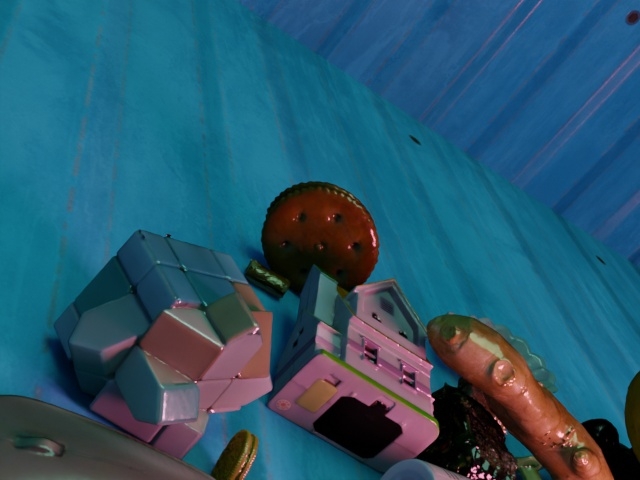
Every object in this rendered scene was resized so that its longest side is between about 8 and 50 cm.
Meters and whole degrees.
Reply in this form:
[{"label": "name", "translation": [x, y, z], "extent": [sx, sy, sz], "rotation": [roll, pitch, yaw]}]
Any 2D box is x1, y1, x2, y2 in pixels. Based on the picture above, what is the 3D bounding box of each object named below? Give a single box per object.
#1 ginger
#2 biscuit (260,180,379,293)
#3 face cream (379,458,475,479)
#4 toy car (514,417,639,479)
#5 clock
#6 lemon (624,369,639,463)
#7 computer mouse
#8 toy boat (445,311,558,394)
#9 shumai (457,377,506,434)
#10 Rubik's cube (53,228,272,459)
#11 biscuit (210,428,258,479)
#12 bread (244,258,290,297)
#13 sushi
[{"label": "ginger", "translation": [0.339, 0.273, 1.359], "extent": [0.348, 0.122, 0.363], "rotation": [47, -4, 34]}, {"label": "biscuit", "translation": [0.000, 0.000, 1.518], "extent": [0.220, 0.220, 0.066], "rotation": [38, 26, -5]}, {"label": "face cream", "translation": [0.250, 0.430, 1.205], "extent": [0.369, 0.145, 0.145], "rotation": [27, 26, -27]}, {"label": "toy car", "translation": [0.537, 0.470, 1.561], "extent": [0.358, 0.176, 0.213], "rotation": [30, 26, -33]}, {"label": "clock", "translation": [0.060, 0.179, 1.357], "extent": [0.235, 0.166, 0.309], "rotation": [34, 31, -16]}, {"label": "lemon", "translation": [0.672, 0.323, 1.456], "extent": [0.297, 0.297, 0.297], "rotation": [33, 24, -17]}, {"label": "computer mouse", "translation": [-0.216, 0.262, 0.872], "extent": [0.331, 0.095, 0.197], "rotation": [31, 20, -22]}, {"label": "toy boat", "translation": [0.362, 0.252, 1.765], "extent": [0.290, 0.100, 0.199], "rotation": [31, 24, -24]}, {"label": "shumai", "translation": [0.314, 0.316, 1.620], "extent": [0.139, 0.105, 0.123], "rotation": [55, -19, 11]}, {"label": "Rubik's cube", "translation": [-0.175, 0.124, 1.021], "extent": [0.265, 0.224, 0.213], "rotation": [17, 32, -54]}, {"label": "biscuit", "translation": [-0.105, 0.270, 1.030], "extent": [0.023, 0.084, 0.084], "rotation": [34, 24, -14]}, {"label": "bread", "translation": [-0.094, 0.067, 1.483], "extent": [0.083, 0.036, 0.047], "rotation": [32, 16, -15]}, {"label": "sushi", "translation": [0.222, 0.333, 1.364], "extent": [0.127, 0.124, 0.225], "rotation": [37, 18, -16]}]
